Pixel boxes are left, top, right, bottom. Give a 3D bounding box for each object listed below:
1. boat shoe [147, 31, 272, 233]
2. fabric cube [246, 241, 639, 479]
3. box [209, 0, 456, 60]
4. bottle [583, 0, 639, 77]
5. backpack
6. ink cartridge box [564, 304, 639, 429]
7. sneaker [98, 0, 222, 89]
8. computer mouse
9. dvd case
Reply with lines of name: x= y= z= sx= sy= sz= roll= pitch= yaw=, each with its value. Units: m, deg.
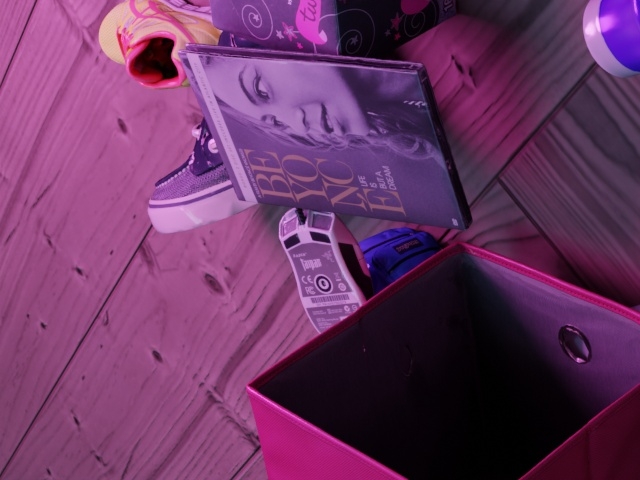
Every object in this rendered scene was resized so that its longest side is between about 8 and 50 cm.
boat shoe: x=-0.064 y=-0.116 z=1.823 sx=0.340 sy=0.127 sz=0.158 roll=-19 pitch=97 yaw=47
fabric cube: x=0.131 y=0.199 z=1.605 sx=0.254 sy=0.259 sz=0.258 roll=25 pitch=137 yaw=42
box: x=-0.001 y=-0.280 z=1.576 sx=0.163 sy=0.142 sz=0.247 roll=25 pitch=135 yaw=40
bottle: x=0.289 y=-0.175 z=1.325 sx=0.283 sy=0.092 sz=0.118 roll=-18 pitch=94 yaw=55
backpack: x=0.078 y=0.041 z=1.778 sx=0.120 sy=0.098 sz=0.101 roll=47 pitch=143 yaw=37
ink cartridge box: x=0.293 y=0.159 z=1.636 sx=0.223 sy=0.045 sz=0.224 roll=60 pitch=147 yaw=-3
sneaker: x=-0.159 y=-0.186 z=1.900 sx=0.208 sy=0.094 sz=0.081 roll=9 pitch=125 yaw=50
computer mouse: x=0.000 y=0.000 z=1.726 sx=0.106 sy=0.042 sz=0.193 roll=-6 pitch=112 yaw=37
dvd case: x=0.003 y=-0.083 z=1.602 sx=0.221 sy=0.018 sz=0.164 roll=9 pitch=138 yaw=31
